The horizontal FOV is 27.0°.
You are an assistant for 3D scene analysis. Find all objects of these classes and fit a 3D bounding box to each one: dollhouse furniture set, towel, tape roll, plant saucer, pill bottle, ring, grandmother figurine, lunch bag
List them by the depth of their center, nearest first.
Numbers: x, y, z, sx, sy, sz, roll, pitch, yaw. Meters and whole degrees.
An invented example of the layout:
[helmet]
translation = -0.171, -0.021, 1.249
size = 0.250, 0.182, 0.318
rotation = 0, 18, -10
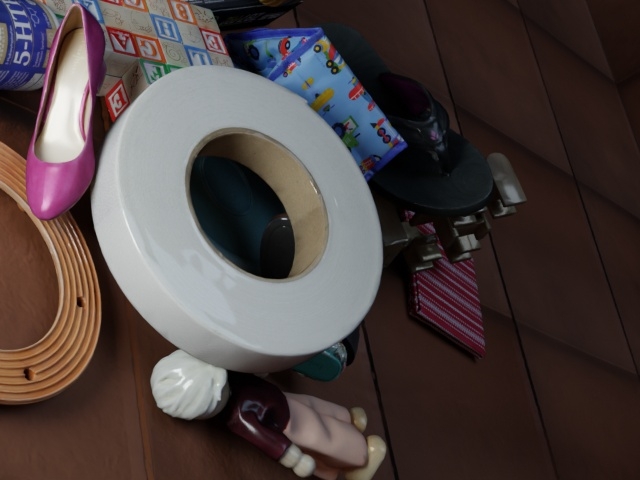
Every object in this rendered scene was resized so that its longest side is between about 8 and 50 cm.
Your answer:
[ring]
translation = -0.371, 0.022, 1.431
size = 0.337, 0.032, 0.336
rotation = 37, 36, -34
[pill bottle]
translation = -0.397, -0.230, 1.529
size = 0.187, 0.112, 0.112
rotation = -7, 70, -58
[tape roll]
translation = -0.093, -0.031, 1.626
size = 0.392, 0.072, 0.392
rotation = 19, 56, -30
[grandmother figurine]
translation = -0.066, 0.220, 1.660
size = 0.342, 0.104, 0.208
rotation = 28, 9, -38
[plant saucer]
translation = -0.142, -0.072, 1.850
size = 0.318, 0.044, 0.317
rotation = 37, 37, -34
[lunch bag]
translation = -0.045, -0.192, 1.938
size = 0.221, 0.138, 0.293
rotation = 51, -12, -26
[dollhouse furniture set]
translation = 0.161, -0.064, 2.116
size = 0.242, 0.212, 0.161
rotation = -12, 68, -25
[towel]
translation = 0.206, 0.054, 2.282
size = 0.199, 0.031, 0.274
rotation = 34, 39, -38

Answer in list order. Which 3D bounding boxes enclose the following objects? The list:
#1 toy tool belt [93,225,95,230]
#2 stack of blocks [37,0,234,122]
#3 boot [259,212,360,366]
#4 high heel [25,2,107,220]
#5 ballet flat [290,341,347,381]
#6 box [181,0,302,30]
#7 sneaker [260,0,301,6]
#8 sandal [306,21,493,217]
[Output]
[toy tool belt]
translation = -0.237, -0.016, 1.646
size = 0.083, 0.052, 0.051
rotation = 47, 41, -24
[stack of blocks]
translation = -0.252, -0.242, 1.735
size = 0.297, 0.087, 0.171
rotation = 8, 52, -45
[boot]
translation = 0.000, 0.000, 1.892
size = 0.264, 0.096, 0.280
rotation = 57, 24, -32
[high heel]
translation = -0.292, -0.147, 1.513
size = 0.117, 0.082, 0.244
rotation = 83, 20, -61
[ballet flat]
translation = -0.068, 0.109, 1.753
size = 0.241, 0.091, 0.077
rotation = 35, 27, -23
[box]
translation = -0.215, -0.472, 2.036
size = 0.318, 0.097, 0.395
rotation = 63, 30, 0
[sneaker]
translation = -0.088, -0.435, 1.994
size = 0.296, 0.112, 0.131
rotation = 0, 67, -58
[sandal]
translation = 0.091, -0.199, 2.028
size = 0.446, 0.168, 0.107
rotation = 48, -22, 30
